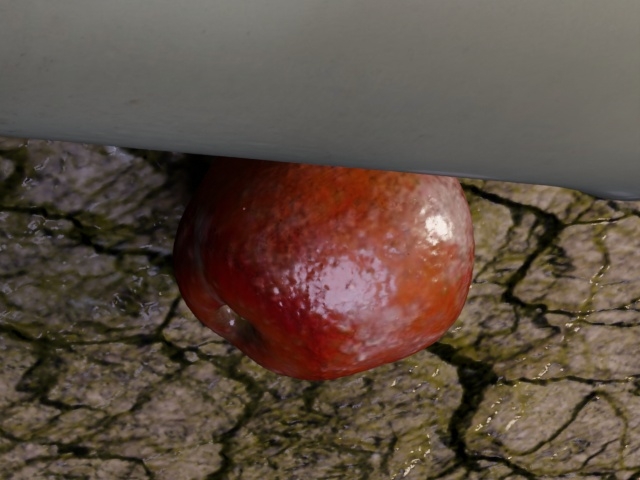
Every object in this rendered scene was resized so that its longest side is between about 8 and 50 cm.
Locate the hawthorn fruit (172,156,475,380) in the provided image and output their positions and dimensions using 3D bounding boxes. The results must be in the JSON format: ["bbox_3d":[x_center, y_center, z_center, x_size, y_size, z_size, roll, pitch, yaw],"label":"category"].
[{"bbox_3d":[0.000,0.000,0.948,0.173,0.173,0.173,-10,133,-11],"label":"hawthorn fruit"}]

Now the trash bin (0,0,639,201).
[{"bbox_3d":[0.027,-0.160,0.701,0.432,0.280,0.280,1,131,-30],"label":"trash bin"}]
